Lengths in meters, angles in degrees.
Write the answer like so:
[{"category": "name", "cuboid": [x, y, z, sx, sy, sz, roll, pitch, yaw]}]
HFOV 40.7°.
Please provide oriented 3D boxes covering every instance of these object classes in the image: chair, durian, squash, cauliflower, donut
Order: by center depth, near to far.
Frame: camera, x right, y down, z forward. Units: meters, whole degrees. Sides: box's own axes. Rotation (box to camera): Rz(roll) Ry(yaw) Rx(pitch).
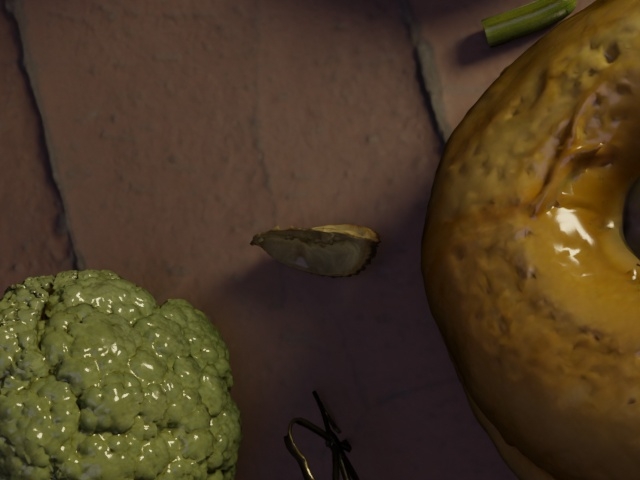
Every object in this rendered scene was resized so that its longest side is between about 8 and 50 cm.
[{"category": "donut", "cuboid": [0.272, -0.003, 0.602, 0.449, 0.198, 0.448, -14, 67, 37]}, {"category": "chair", "cuboid": [-0.004, 0.319, 0.763, 0.170, 0.160, 0.325, -27, 87, 14]}, {"category": "squash", "cuboid": [0.186, -0.198, 0.766, 0.083, 0.027, 0.027, -17, 86, 15]}, {"category": "cauliflower", "cuboid": [-0.218, 0.167, 0.796, 0.250, 0.272, 0.275, -10, 71, 46]}, {"category": "durian", "cuboid": [-0.001, 0.010, 0.803, 0.130, 0.066, 0.052, 0, 90, 25]}]
